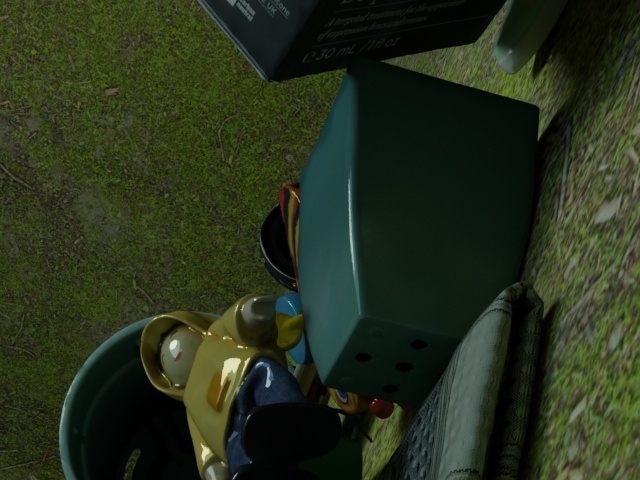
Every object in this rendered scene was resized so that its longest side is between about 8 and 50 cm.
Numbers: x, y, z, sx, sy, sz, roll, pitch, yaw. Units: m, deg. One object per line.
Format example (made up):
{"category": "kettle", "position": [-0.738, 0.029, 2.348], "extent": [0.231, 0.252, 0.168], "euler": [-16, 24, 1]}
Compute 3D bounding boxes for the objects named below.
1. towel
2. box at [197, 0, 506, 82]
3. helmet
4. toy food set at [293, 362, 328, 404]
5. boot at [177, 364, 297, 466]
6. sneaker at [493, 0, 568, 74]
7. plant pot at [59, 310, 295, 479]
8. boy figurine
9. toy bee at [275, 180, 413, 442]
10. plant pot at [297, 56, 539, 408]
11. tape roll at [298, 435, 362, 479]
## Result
{"category": "towel", "position": [0.054, 0.231, 0.872], "extent": [0.312, 0.056, 0.324], "euler": [116, 173, -48]}
{"category": "box", "position": [0.084, -0.349, 1.027], "extent": [0.293, 0.212, 0.395], "euler": [-19, -27, -47]}
{"category": "helmet", "position": [0.000, 0.000, 1.855], "extent": [0.161, 0.169, 0.169], "euler": [-45, 17, 31]}
{"category": "toy food set", "position": [0.011, 0.196, 1.479], "extent": [0.220, 0.092, 0.306], "euler": [-27, -39, -79]}
{"category": "boot", "position": [-0.129, 0.313, 2.209], "extent": [0.280, 0.264, 0.096], "euler": [-49, 41, 8]}
{"category": "sneaker", "position": [0.173, -0.293, 1.227], "extent": [0.094, 0.151, 0.256], "euler": [173, 117, -83]}
{"category": "plant pot", "position": [-0.193, 0.318, 1.902], "extent": [0.334, 0.341, 0.341], "euler": [102, -173, -67]}
{"category": "boy figurine", "position": [-0.073, 0.121, 1.087], "extent": [0.285, 0.092, 0.177], "euler": [39, 117, 60]}
{"category": "toy bee", "position": [0.042, 0.091, 1.229], "extent": [0.195, 0.298, 0.162], "euler": [-36, 28, -14]}
{"category": "plant pot", "position": [0.074, 0.008, 1.054], "extent": [0.165, 0.165, 0.234], "euler": [116, 164, -49]}
{"category": "tape roll", "position": [-0.041, 0.325, 1.167], "extent": [0.321, 0.077, 0.321], "euler": [-164, 90, -86]}
